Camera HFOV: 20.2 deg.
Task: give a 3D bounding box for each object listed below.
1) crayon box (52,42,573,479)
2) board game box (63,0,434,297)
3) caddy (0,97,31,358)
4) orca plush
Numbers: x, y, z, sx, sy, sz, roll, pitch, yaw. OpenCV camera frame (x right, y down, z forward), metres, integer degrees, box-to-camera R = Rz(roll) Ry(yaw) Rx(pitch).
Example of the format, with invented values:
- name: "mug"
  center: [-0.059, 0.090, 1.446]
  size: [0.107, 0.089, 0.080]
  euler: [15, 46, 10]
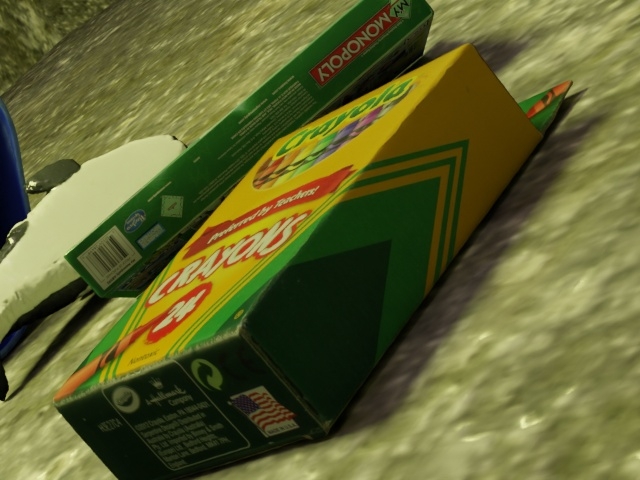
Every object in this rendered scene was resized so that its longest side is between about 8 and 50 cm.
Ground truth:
- name: "crayon box"
  center: [0.000, 0.000, 1.085]
  size: [0.202, 0.081, 0.318]
  euler: [-24, 21, 49]
- name: "board game box"
  center: [-0.049, -0.073, 1.390]
  size: [0.317, 0.046, 0.213]
  euler: [-41, -3, 0]
- name: "caddy"
  center: [-0.397, -0.020, 1.683]
  size: [0.241, 0.341, 0.179]
  euler: [-9, -9, -26]
- name: "orca plush"
  center: [-0.212, 0.031, 1.595]
  size: [0.151, 0.102, 0.287]
  euler: [17, 56, 18]
